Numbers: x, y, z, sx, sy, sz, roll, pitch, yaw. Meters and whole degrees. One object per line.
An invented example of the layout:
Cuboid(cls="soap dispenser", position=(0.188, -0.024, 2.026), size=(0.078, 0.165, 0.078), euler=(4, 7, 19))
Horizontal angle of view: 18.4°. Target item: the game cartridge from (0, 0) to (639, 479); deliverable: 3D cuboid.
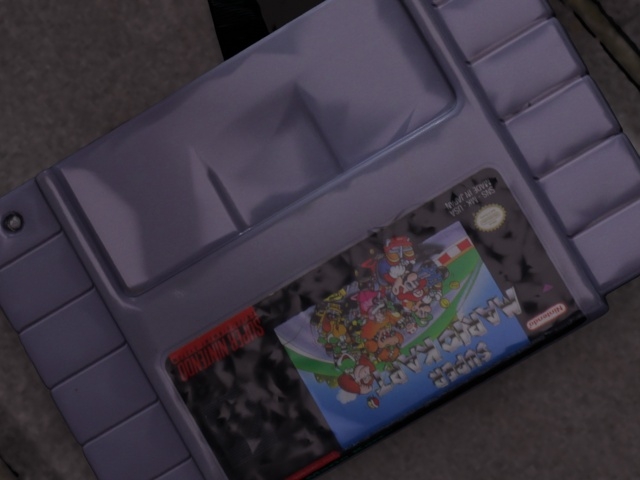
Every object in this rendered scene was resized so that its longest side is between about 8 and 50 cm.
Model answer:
Cuboid(cls="game cartridge", position=(0.000, 0.000, 1.111), size=(0.355, 0.068, 0.230), euler=(-31, 82, 7))

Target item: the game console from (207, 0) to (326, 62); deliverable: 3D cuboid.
Cuboid(cls="game console", position=(0.100, -0.217, 1.169), size=(0.361, 0.044, 0.213), euler=(-14, 86, 0))
